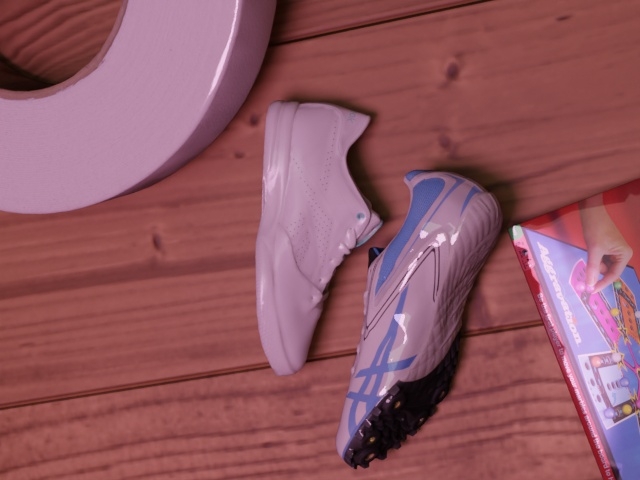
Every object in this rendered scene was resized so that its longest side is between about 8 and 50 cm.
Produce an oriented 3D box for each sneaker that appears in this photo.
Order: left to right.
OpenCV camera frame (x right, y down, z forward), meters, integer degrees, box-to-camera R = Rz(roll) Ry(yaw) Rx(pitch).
[{"bbox_3d":[0.000,0.000,1.216,0.094,0.080,0.212,3,92,3],"label":"sneaker"},{"bbox_3d":[0.063,0.059,1.202,0.086,0.085,0.237,29,103,35],"label":"sneaker"}]

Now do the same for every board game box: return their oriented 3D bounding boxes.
[{"bbox_3d":[0.255,0.096,1.174,0.145,0.027,0.281,-22,87,13],"label":"board game box"}]

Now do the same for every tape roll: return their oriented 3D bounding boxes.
[{"bbox_3d":[-0.219,-0.214,1.227,0.392,0.072,0.392,4,101,21],"label":"tape roll"}]
